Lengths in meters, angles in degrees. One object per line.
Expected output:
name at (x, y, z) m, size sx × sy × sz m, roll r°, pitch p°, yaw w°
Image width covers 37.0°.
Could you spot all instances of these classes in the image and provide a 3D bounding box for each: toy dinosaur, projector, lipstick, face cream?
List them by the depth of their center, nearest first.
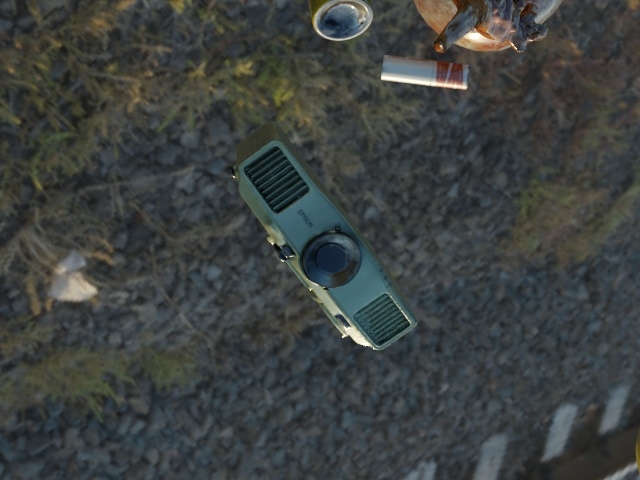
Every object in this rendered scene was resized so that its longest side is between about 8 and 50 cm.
projector at (0.000, 0.000, 1.090) m, size 0.088 × 0.193 × 0.269 m, roll -36°, pitch 106°, yaw 4°
toy dinosaur at (0.224, -0.370, 1.406) m, size 0.097 × 0.208 × 0.432 m, roll -14°, pitch 180°, yaw 37°
lipstick at (0.158, -0.254, 1.448) m, size 0.131 × 0.038 × 0.038 m, roll 7°, pitch 137°, yaw 3°
face cream at (0.012, -0.510, 1.672) m, size 0.105 × 0.348 × 0.105 m, roll -7°, pitch 149°, yaw -5°

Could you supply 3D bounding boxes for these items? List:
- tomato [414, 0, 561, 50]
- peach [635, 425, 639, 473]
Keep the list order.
tomato at (0.330, -0.520, 1.846) m, size 0.317 × 0.282 × 0.316 m, roll -41°, pitch -170°, yaw 9°
peach at (0.472, 0.231, 1.070) m, size 0.231 × 0.231 × 0.231 m, roll -29°, pitch 145°, yaw -23°
